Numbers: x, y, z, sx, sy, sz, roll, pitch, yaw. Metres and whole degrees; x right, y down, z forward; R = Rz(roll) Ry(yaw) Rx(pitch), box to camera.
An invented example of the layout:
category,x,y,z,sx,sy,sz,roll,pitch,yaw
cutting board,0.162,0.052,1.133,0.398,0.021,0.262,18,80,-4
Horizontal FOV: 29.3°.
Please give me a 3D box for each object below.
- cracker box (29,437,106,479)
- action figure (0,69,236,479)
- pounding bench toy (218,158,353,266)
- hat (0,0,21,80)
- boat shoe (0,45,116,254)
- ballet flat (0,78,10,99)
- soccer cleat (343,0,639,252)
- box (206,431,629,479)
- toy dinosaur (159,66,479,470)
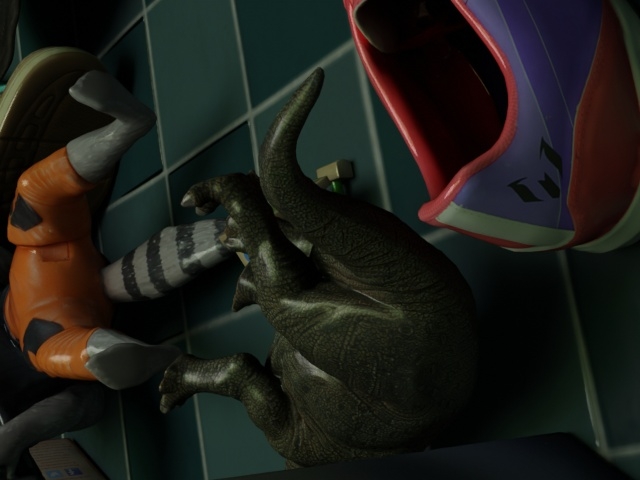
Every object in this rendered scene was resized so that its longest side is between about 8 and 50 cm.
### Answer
category,x,y,z,sx,sy,sz,roll,pitch,yaw
cracker box,-0.190,0.276,0.960,0.232,0.067,0.155,29,114,51
action figure,-0.170,0.094,0.852,0.330,0.179,0.341,-40,65,53
pounding bench toy,0.000,0.000,0.694,0.052,0.083,0.065,-15,110,57
hat,-0.249,-0.299,0.976,0.331,0.134,0.331,46,145,46
boat shoe,-0.242,-0.035,1.000,0.098,0.109,0.302,52,137,40
ballet flat,-0.281,-0.109,1.089,0.248,0.086,0.086,11,100,57
soccer cleat,0.054,-0.139,0.549,0.108,0.116,0.318,-45,55,47
box,0.053,0.219,0.403,0.296,0.294,0.182,35,119,49
toy dinosaur,0.015,0.045,0.572,0.160,0.121,0.313,25,130,15
